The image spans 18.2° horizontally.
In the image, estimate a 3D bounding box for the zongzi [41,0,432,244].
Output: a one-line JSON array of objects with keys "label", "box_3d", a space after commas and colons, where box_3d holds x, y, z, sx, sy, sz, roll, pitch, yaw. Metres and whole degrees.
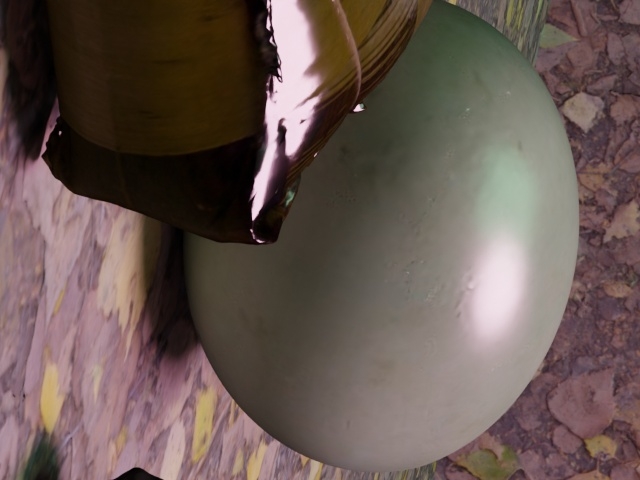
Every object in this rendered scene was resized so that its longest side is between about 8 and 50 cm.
[{"label": "zongzi", "box_3d": [-0.018, -0.191, 1.046, 0.317, 0.154, 0.289, -46, 150, -37]}]

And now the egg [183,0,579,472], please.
[{"label": "egg", "box_3d": [0.041, 0.002, 1.400, 0.389, 0.276, 0.276, 94, 14, -47]}]

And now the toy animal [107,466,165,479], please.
[{"label": "toy animal", "box_3d": [-0.139, 0.285, 1.277, 0.343, 0.106, 0.168, 100, 2, -51]}]
